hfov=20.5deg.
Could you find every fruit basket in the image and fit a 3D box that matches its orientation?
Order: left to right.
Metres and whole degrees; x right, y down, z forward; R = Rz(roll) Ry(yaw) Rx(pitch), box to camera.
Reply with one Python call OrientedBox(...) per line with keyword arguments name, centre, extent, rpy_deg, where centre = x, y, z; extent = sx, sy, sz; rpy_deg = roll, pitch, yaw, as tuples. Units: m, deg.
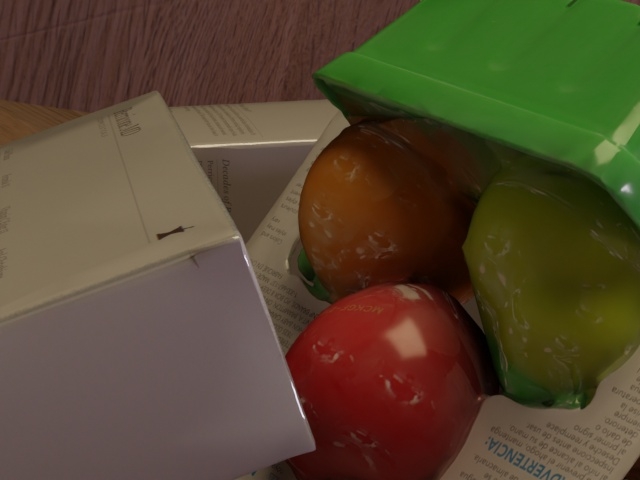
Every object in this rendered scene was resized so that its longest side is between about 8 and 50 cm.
OrientedBox(name="fruit basket", centre=(0.066, 0.041, 0.902), extent=(0.165, 0.353, 0.327), rpy_deg=(37, -8, -39))

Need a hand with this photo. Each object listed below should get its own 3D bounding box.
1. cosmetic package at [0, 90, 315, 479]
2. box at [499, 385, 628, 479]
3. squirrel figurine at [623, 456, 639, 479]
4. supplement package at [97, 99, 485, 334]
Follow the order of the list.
OrientedBox(name="cosmetic package", centre=(-0.175, 0.044, 0.781), extent=(0.284, 0.097, 0.377), rpy_deg=(-22, 15, -4))
OrientedBox(name="box", centre=(0.191, 0.128, 1.250), extent=(0.126, 0.072, 0.137), rpy_deg=(10, 11, -16))
OrientedBox(name="squirrel figurine", centre=(0.345, 0.034, 1.044), extent=(0.370, 0.397, 0.281), rpy_deg=(22, 14, -10))
OrientedBox(name="supplement package", centre=(0.000, 0.000, 1.218), extent=(0.293, 0.175, 0.177), rpy_deg=(-3, 13, -9))
